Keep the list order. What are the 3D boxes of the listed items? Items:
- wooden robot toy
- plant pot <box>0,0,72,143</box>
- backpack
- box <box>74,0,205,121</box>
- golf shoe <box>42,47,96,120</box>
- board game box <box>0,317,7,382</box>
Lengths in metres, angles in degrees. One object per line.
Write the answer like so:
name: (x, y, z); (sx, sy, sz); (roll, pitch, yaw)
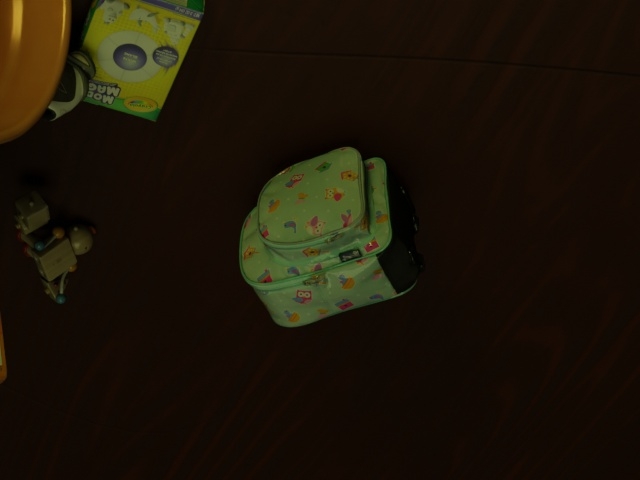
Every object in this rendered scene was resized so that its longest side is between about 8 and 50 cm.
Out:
wooden robot toy: (-0.299, -0.004, 1.771); (0.079, 0.076, 0.173); (-32, 140, -19)
plant pot: (-0.386, -0.226, 1.381); (0.203, 0.291, 0.291); (-1, 140, 24)
backpack: (0.000, 0.000, 1.690); (0.188, 0.166, 0.144); (-26, 130, 20)
box: (-0.195, -0.192, 1.572); (0.105, 0.043, 0.179); (15, 136, -16)
golf shoe: (-0.325, -0.179, 1.523); (0.198, 0.094, 0.077); (20, 135, 5)
board game box: (-0.571, 0.023, 1.502); (0.356, 0.356, 0.356); (-34, 145, 30)
